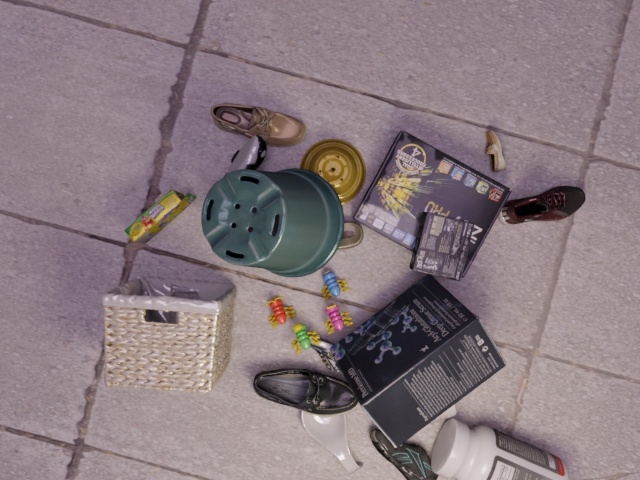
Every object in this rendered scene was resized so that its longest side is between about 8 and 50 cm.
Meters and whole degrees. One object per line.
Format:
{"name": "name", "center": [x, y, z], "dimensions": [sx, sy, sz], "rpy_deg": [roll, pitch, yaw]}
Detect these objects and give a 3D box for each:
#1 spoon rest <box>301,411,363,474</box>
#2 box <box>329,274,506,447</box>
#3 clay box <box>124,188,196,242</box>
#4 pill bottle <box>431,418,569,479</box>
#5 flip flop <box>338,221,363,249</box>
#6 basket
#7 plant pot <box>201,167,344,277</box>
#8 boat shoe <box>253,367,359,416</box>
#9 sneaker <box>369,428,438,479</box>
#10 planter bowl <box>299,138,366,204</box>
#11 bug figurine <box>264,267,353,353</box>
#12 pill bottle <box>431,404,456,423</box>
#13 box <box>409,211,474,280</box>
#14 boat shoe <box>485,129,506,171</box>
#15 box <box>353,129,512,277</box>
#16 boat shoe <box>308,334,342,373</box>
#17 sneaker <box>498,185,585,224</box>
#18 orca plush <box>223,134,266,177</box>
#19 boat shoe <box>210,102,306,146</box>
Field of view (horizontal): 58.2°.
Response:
{"name": "spoon rest", "center": [0.045, 0.613, 1.809], "dimensions": [0.137, 0.084, 0.276], "rpy_deg": [-32, 91, 0]}
{"name": "box", "center": [0.272, 0.338, 1.678], "dimensions": [0.395, 0.293, 0.212], "rpy_deg": [-37, 117, -1]}
{"name": "clay box", "center": [-0.492, -0.084, 1.787], "dimensions": [0.222, 0.127, 0.053], "rpy_deg": [-42, 89, -1]}
{"name": "pill bottle", "center": [0.539, 0.692, 1.748], "dimensions": [0.362, 0.210, 0.210], "rpy_deg": [24, 90, 0]}
{"name": "flip flop", "center": [0.000, 0.000, 1.810], "dimensions": [0.276, 0.080, 0.112], "rpy_deg": [-10, 90, 2]}
{"name": "basket", "center": [-0.433, 0.263, 1.694], "dimensions": [0.328, 0.331, 0.267], "rpy_deg": [4, 95, 0]}
{"name": "plant pot", "center": [-0.147, -0.057, 1.639], "dimensions": [0.340, 0.334, 0.342], "rpy_deg": [0, 89, 21]}
{"name": "boat shoe", "center": [-0.048, 0.457, 1.765], "dimensions": [0.339, 0.113, 0.127], "rpy_deg": [12, 69, 11]}
{"name": "sneaker", "center": [0.267, 0.677, 1.816], "dimensions": [0.267, 0.101, 0.106], "rpy_deg": [45, 76, -6]}
{"name": "planter bowl", "center": [0.039, -0.219, 1.809], "dimensions": [0.217, 0.090, 0.217], "rpy_deg": [0, 89, 0]}
{"name": "bug figurine", "center": [-0.027, 0.218, 1.791], "dimensions": [0.278, 0.072, 0.216], "rpy_deg": [-28, 62, -1]}
{"name": "pill bottle", "center": [0.293, 0.512, 1.786], "dimensions": [0.229, 0.131, 0.131], "rpy_deg": [-18, 90, 0]}
{"name": "box", "center": [0.362, 0.017, 1.725], "dimensions": [0.147, 0.077, 0.180], "rpy_deg": [13, 93, -1]}
{"name": "boat shoe", "center": [0.550, -0.284, 1.830], "dimensions": [0.045, 0.050, 0.136], "rpy_deg": [-19, 90, -6]}
{"name": "box", "center": [0.345, -0.113, 1.807], "dimensions": [0.394, 0.097, 0.318], "rpy_deg": [29, 93, -1]}
{"name": "boat shoe", "center": [0.018, 0.362, 1.818], "dimensions": [0.183, 0.065, 0.083], "rpy_deg": [19, 90, 0]}
{"name": "sneaker", "center": [0.705, -0.104, 1.774], "dimensions": [0.281, 0.162, 0.107], "rpy_deg": [-15, 90, 0]}
{"name": "orca plush", "center": [-0.237, -0.184, 1.804], "dimensions": [0.102, 0.151, 0.287], "rpy_deg": [28, 86, -31]}
{"name": "boat shoe", "center": [-0.195, -0.368, 1.803], "dimensions": [0.302, 0.098, 0.109], "rpy_deg": [14, 90, 0]}
